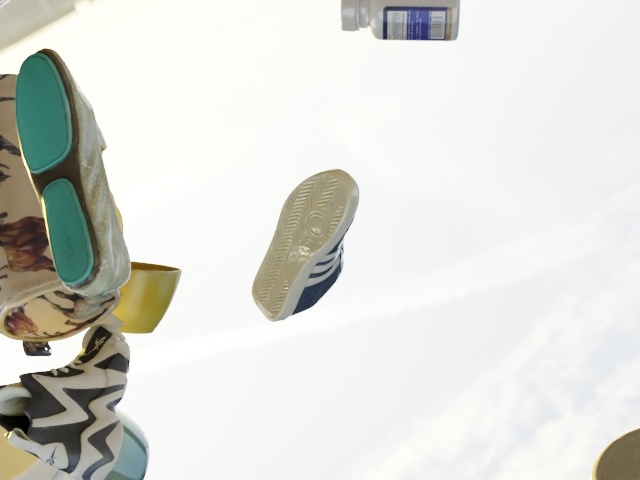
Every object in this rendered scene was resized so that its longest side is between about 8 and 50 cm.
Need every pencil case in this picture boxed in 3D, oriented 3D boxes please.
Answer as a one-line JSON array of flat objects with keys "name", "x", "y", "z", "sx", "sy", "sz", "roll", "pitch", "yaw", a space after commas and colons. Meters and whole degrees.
[{"name": "pencil case", "x": -0.401, "y": -0.049, "z": 1.548, "sx": 0.160, "sy": 0.183, "sz": 0.410, "roll": -29, "pitch": -120, "yaw": 5}]

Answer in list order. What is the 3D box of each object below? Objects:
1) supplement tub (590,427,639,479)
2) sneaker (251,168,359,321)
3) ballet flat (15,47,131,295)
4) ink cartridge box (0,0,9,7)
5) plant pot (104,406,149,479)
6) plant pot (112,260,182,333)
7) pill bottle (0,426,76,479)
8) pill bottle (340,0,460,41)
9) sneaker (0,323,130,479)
[{"name": "supplement tub", "x": 0.337, "y": 0.275, "z": 1.066, "sx": 0.117, "sy": 0.190, "sz": 0.117, "roll": -24, "pitch": -151, "yaw": 14}, {"name": "sneaker", "x": 0.000, "y": 0.000, "z": 2.057, "sx": 0.148, "sy": 0.131, "sz": 0.350, "roll": -13, "pitch": 147, "yaw": -43}, {"name": "ballet flat", "x": -0.163, "y": -0.044, "z": 0.755, "sx": 0.057, "sy": 0.168, "sz": 0.052, "roll": -17, "pitch": 170, "yaw": 30}, {"name": "ink cartridge box", "x": -0.665, "y": -0.462, "z": 1.968, "sx": 0.273, "sy": 0.197, "sz": 0.114, "roll": -40, "pitch": -177, "yaw": -8}, {"name": "plant pot", "x": -0.497, "y": 0.398, "z": 2.138, "sx": 0.290, "sy": 0.195, "sz": 0.290, "roll": -17, "pitch": -138, "yaw": 16}, {"name": "plant pot", "x": -0.270, "y": 0.082, "z": 1.627, "sx": 0.134, "sy": 0.095, "sz": 0.134, "roll": 6, "pitch": -178, "yaw": 0}, {"name": "pill bottle", "x": -0.400, "y": 0.418, "z": 1.629, "sx": 0.210, "sy": 0.363, "sz": 0.210, "roll": -10, "pitch": -145, "yaw": 7}, {"name": "pill bottle", "x": 0.127, "y": -0.373, "z": 1.799, "sx": 0.187, "sy": 0.112, "sz": 0.112, "roll": 2, "pitch": -156, "yaw": 4}, {"name": "sneaker", "x": -0.315, "y": 0.172, "z": 1.347, "sx": 0.094, "sy": 0.153, "sz": 0.235, "roll": -49, "pitch": -151, "yaw": 36}]
